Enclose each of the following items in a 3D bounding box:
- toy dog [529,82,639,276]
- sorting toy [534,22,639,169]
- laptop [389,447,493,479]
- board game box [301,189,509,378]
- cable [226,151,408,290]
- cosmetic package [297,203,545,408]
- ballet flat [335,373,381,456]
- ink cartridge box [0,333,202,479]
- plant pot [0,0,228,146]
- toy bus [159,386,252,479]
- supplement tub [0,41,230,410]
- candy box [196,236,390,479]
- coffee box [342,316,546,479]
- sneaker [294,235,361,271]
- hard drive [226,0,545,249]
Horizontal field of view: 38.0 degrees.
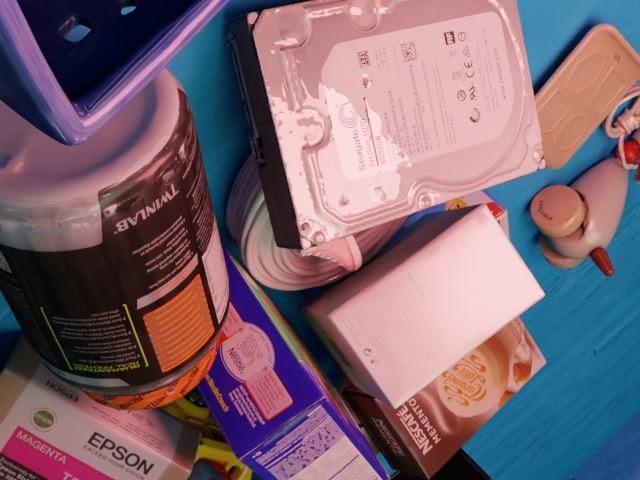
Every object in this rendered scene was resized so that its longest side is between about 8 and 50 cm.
[{"bbox_3d":[0.490,-0.068,1.492,0.220,0.161,0.333,13,119,-51],"label":"toy dog"},{"bbox_3d":[0.363,-0.203,1.334,0.208,0.038,0.193,-47,146,17],"label":"sorting toy"},{"bbox_3d":[0.024,0.416,1.516,0.382,0.408,0.236,50,55,-58],"label":"laptop"},{"bbox_3d":[0.148,0.096,1.410,0.302,0.086,0.308,-34,146,-10],"label":"board game box"},{"bbox_3d":[0.008,-0.057,1.100,0.257,0.089,0.257,-16,140,-31],"label":"cable"},{"bbox_3d":[0.115,0.075,1.143,0.225,0.138,0.224,-37,-175,-9],"label":"cosmetic package"},{"bbox_3d":[0.104,0.211,1.337,0.342,0.116,0.124,-27,123,-21],"label":"ballet flat"},{"bbox_3d":[-0.284,0.246,1.040,0.235,0.088,0.193,32,109,-11],"label":"ink cartridge box"},{"bbox_3d":[-0.182,-0.239,0.559,0.236,0.212,0.236,-51,152,-23],"label":"plant pot"},{"bbox_3d":[-0.162,0.282,1.206,0.149,0.211,0.220,-46,147,5],"label":"toy bus"},{"bbox_3d":[-0.197,0.005,0.861,0.207,0.207,0.338,-28,144,-19],"label":"supplement tub"},{"bbox_3d":[-0.059,0.179,1.139,0.122,0.268,0.317,-34,147,-4],"label":"candy box"},{"bbox_3d":[0.171,0.188,1.267,0.246,0.098,0.141,-39,104,-22],"label":"coffee box"},{"bbox_3d":[0.000,0.000,1.032,0.070,0.051,0.134,-32,142,-9],"label":"sneaker"},{"bbox_3d":[0.083,-0.147,0.977,0.339,0.064,0.236,-18,101,-29],"label":"hard drive"}]
